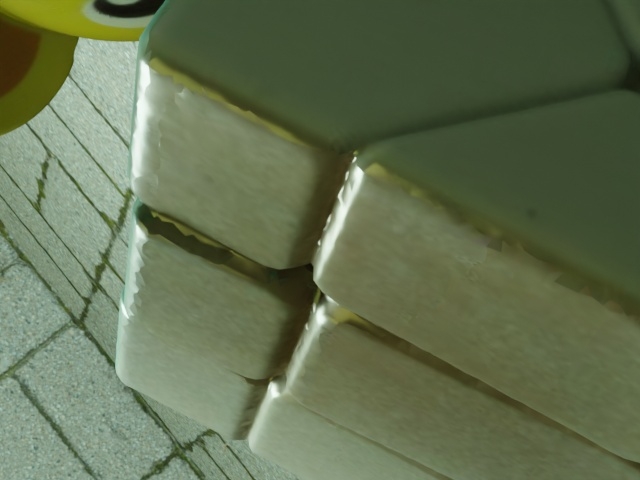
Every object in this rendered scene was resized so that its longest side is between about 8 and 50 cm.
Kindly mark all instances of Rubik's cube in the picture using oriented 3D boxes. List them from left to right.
[{"bbox_3d":[0.117,-0.044,0.626,0.318,0.322,0.316,27,152,3],"label":"Rubik's cube"}]

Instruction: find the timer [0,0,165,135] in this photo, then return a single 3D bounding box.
[{"bbox_3d":[-0.155,-0.267,0.856,0.376,0.387,0.376,46,160,21],"label":"timer"}]
